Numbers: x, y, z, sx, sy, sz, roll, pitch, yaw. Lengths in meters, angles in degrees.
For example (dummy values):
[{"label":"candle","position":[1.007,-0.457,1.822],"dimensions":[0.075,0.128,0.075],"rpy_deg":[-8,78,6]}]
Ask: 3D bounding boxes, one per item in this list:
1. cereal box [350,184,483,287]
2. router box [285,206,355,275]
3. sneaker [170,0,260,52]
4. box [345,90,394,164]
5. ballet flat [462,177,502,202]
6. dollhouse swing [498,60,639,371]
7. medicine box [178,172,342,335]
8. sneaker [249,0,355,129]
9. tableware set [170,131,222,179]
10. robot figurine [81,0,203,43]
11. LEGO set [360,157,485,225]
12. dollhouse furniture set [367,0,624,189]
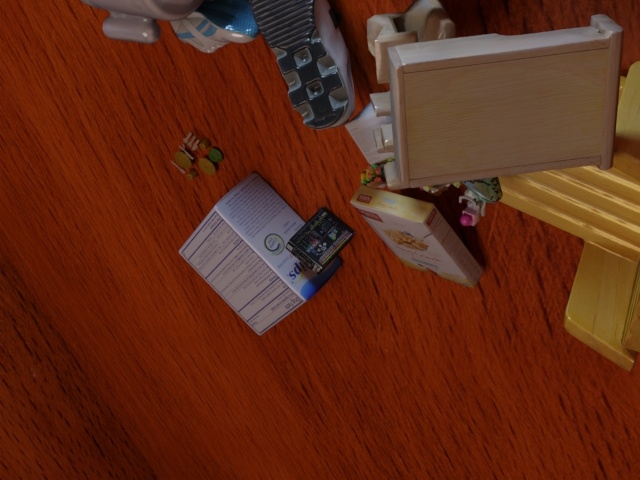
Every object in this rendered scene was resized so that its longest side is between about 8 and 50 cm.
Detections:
[{"label":"cereal box","position":[0.179,-0.006,1.520],"dimensions":[0.173,0.047,0.240],"rpy_deg":[18,162,43]},{"label":"router box","position":[0.000,0.000,1.726],"dimensions":[0.092,0.122,0.038],"rpy_deg":[40,149,8]},{"label":"sneaker","position":[-0.192,-0.402,1.551],"dimensions":[0.228,0.087,0.092],"rpy_deg":[24,147,37]},{"label":"box","position":[0.120,-0.201,1.422],"dimensions":[0.102,0.101,0.087],"rpy_deg":[-14,116,50]},{"label":"ballet flat","position":[0.241,-0.142,1.350],"dimensions":[0.188,0.070,0.070],"rpy_deg":[54,153,34]},{"label":"dollhouse swing","position":[0.358,-0.062,1.194],"dimensions":[0.305,0.315,0.347],"rpy_deg":[16,138,18]},{"label":"medicine box","position":[-0.142,0.038,1.882],"dimensions":[0.289,0.149,0.263],"rpy_deg":[46,145,-3]},{"label":"sneaker","position":[-0.023,-0.348,1.405],"dimensions":[0.122,0.146,0.331],"rpy_deg":[-14,93,21]},{"label":"tableware set","position":[-0.282,-0.188,1.902],"dimensions":[0.104,0.024,0.154],"rpy_deg":[43,144,-4]},{"label":"robot figurine","position":[-0.333,-0.507,1.473],"dimensions":[0.353,0.200,0.300],"rpy_deg":[18,107,32]},{"label":"LEGO set","position":[0.154,-0.112,1.452],"dimensions":[0.287,0.107,0.132],"rpy_deg":[20,128,42]},{"label":"dollhouse furniture set","position":[0.203,-0.243,1.105],"dimensions":[0.256,0.394,0.362],"rpy_deg":[-6,121,0]}]
